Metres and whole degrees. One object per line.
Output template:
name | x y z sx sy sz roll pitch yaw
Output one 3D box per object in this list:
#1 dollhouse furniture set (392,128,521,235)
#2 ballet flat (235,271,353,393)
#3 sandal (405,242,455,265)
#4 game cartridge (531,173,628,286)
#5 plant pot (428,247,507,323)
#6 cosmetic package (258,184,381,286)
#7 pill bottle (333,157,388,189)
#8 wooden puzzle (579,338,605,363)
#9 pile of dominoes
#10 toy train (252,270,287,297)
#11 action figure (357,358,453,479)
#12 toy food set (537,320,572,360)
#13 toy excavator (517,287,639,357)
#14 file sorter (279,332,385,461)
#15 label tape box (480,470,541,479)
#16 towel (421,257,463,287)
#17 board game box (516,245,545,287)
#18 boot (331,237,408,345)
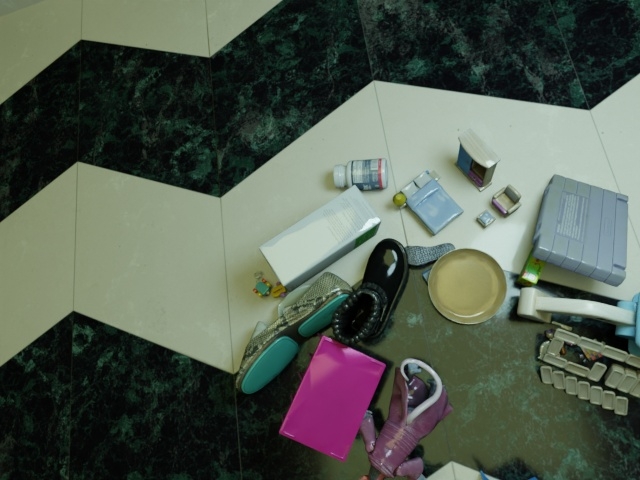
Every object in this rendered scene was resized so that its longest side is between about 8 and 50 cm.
dollhouse furniture set | 0.420 -0.138 1.360 0.303 0.198 0.286 -37 70 3
ballet flat | -0.107 0.286 1.425 0.483 0.164 0.182 -42 48 -5
sandal | 0.354 0.047 1.417 0.179 0.040 0.067 -8 79 -2
game cartridge | 0.748 -0.043 1.237 0.230 0.068 0.355 19 50 20
plant pot | 0.456 0.141 1.345 0.237 0.032 0.236 -1 85 7
cosmetic package | 0.000 0.000 1.399 0.366 0.197 0.155 -35 79 -5
pill bottle | 0.142 -0.229 1.504 0.180 0.108 0.107 -1 75 15
wooden puzzle | 0.787 0.318 1.245 0.083 0.006 0.049 -27 71 6
pile of dominoes | 0.752 0.357 1.192 0.251 0.040 0.195 20 120 20
toy train | -0.156 0.149 1.517 0.166 0.046 0.125 -7 58 18
action figure | 0.236 0.547 1.200 0.248 0.275 0.370 31 71 14
toy food set | 0.696 0.304 1.265 0.078 0.019 0.122 19 81 18
toy excavator | 0.827 0.203 1.122 0.445 0.433 0.222 17 79 -14
file sorter | 0.026 0.451 1.294 0.202 0.182 0.290 26 82 -4
label tape box | 0.585 0.702 1.065 0.348 0.249 0.115 39 88 20
towel | 0.393 0.107 1.390 0.120 0.029 0.067 -28 77 5
board game box | 0.660 0.050 1.303 0.043 0.092 0.181 26 83 18
boot | 0.159 0.145 1.301 0.131 0.260 0.347 11 84 25
